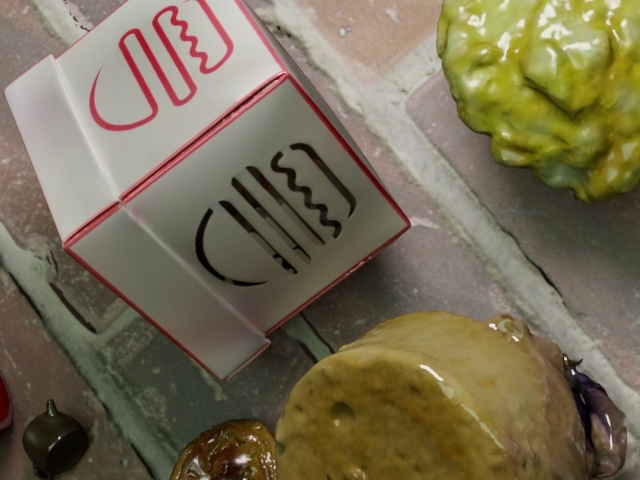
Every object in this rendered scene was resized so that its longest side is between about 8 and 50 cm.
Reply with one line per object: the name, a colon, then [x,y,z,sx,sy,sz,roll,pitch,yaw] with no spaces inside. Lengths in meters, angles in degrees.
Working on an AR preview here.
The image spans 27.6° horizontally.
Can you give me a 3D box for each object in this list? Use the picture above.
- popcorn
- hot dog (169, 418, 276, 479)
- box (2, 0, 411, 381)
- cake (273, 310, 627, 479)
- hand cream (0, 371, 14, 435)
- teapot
popcorn: [0.291,-0.234,1.471,0.334,0.294,0.292,41,124,19]
hot dog: [-0.102,0.334,1.592,0.161,0.099,0.226,-18,79,13]
box: [-0.131,-0.090,1.505,0.300,0.314,0.312,-37,45,5]
cake: [0.159,0.223,1.442,0.332,0.321,0.332,11,109,35]
hand cream: [-0.519,0.200,1.668,0.149,0.230,0.230,-42,73,9]
teapot: [-0.352,0.261,1.690,0.068,0.076,0.121,35,122,28]
